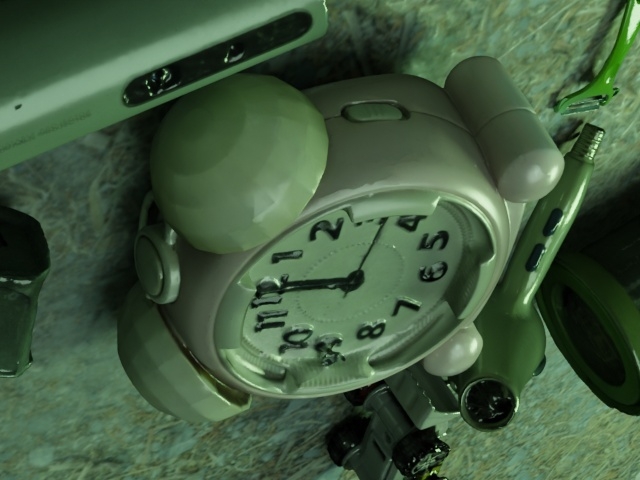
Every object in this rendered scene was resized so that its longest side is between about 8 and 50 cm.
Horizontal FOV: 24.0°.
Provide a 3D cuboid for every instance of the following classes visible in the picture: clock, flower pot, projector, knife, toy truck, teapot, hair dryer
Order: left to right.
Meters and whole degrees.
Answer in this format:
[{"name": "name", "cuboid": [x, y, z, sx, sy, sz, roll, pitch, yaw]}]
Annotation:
[{"name": "flower pot", "cuboid": [-0.309, 0.045, 1.092, 0.229, 0.103, 0.108, -8, 137, -35]}, {"name": "projector", "cuboid": [-0.163, -0.125, 1.008, 0.337, 0.108, 0.108, -25, 146, -16]}, {"name": "clock", "cuboid": [0.000, 0.000, 1.257, 0.326, 0.184, 0.342, -11, 135, -27]}, {"name": "toy truck", "cuboid": [0.091, 0.208, 1.635, 0.111, 0.136, 0.286, -20, 147, -26]}, {"name": "hair dryer", "cuboid": [0.191, 0.064, 1.465, 0.296, 0.119, 0.298, -66, 178, -55]}, {"name": "knife", "cuboid": [0.280, -0.183, 1.417, 0.078, 0.022, 0.166, -16, 144, -36]}, {"name": "teapot", "cuboid": [0.421, 0.031, 1.682, 0.337, 0.200, 0.270, -30, 173, -12]}]
